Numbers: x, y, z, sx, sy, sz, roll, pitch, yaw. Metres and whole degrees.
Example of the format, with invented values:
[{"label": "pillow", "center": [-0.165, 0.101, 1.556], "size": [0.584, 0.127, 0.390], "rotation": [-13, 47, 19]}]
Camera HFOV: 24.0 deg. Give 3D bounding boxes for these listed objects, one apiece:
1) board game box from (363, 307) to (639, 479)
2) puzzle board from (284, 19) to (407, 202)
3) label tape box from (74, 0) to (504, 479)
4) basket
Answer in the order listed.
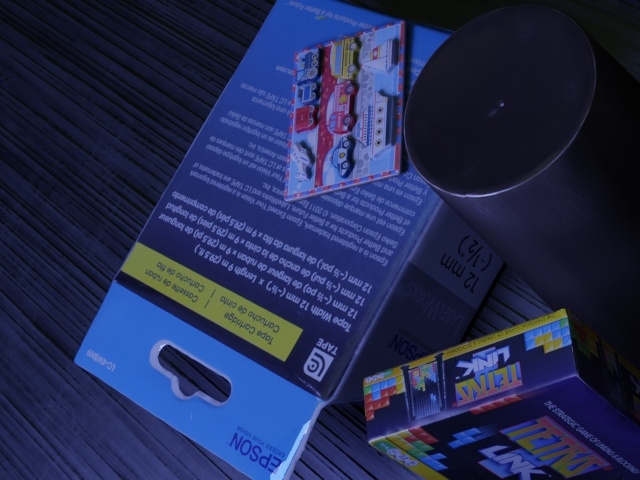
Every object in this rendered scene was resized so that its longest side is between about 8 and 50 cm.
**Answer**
[{"label": "board game box", "center": [0.130, 0.115, 0.933], "size": [0.141, 0.170, 0.048], "rotation": [-21, 53, 28]}, {"label": "puzzle board", "center": [0.017, -0.095, 1.090], "size": [0.096, 0.011, 0.128], "rotation": [-13, 60, 31]}, {"label": "label tape box", "center": [0.000, 0.000, 1.137], "size": [0.249, 0.115, 0.347], "rotation": [25, 85, 42]}, {"label": "basket", "center": [0.163, -0.039, 0.954], "size": [0.154, 0.227, 0.204], "rotation": [-39, 48, 14]}]
